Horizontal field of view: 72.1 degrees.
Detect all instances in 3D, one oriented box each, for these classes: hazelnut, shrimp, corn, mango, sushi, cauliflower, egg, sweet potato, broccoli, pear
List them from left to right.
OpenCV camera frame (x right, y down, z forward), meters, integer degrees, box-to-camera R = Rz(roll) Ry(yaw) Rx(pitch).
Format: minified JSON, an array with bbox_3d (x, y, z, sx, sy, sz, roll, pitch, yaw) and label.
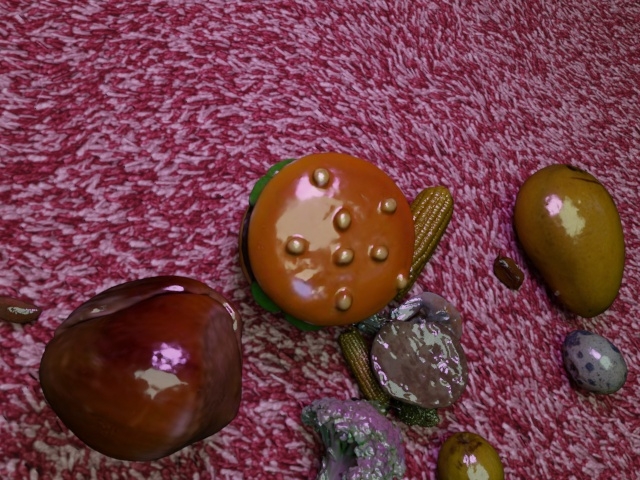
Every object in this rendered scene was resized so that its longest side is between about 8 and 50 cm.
[{"bbox_3d":[-0.683,0.124,0.898,0.214,0.050,0.050,20,69,-7],"label":"sweet potato"},{"bbox_3d":[-0.318,0.231,0.828,0.372,0.372,0.315,18,108,-11],"label":"hazelnut"},{"bbox_3d":[0.056,0.477,0.943,0.315,0.239,0.256,-55,134,-5],"label":"cauliflower"},{"bbox_3d":[0.108,0.308,1.060,0.068,0.068,0.207,-26,83,-22],"label":"corn"},{"bbox_3d":[0.221,0.200,1.106,0.317,0.062,0.164,16,91,-13],"label":"shrimp"},{"bbox_3d":[0.252,-0.002,1.174,0.120,0.120,0.363,36,70,-3],"label":"corn"},{"bbox_3d":[0.233,0.382,1.056,0.120,0.131,0.130,47,45,-40],"label":"broccoli"},{"bbox_3d":[0.348,0.534,1.020,0.149,0.149,0.162,-7,80,-18],"label":"pear"},{"bbox_3d":[0.543,0.086,1.266,0.120,0.052,0.055,44,49,3],"label":"sushi"},{"bbox_3d":[0.720,0.000,1.258,0.301,0.220,0.445,-8,79,-21],"label":"mango"},{"bbox_3d":[0.746,0.330,1.204,0.141,0.141,0.181,-19,72,-21],"label":"egg"}]

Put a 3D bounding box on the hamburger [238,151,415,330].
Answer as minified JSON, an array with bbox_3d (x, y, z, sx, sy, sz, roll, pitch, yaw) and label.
[{"bbox_3d":[0.000,0.000,0.972,0.396,0.277,0.395,1,87,-17],"label":"hamburger"}]

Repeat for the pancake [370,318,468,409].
[{"bbox_3d":[0.229,0.284,1.025,0.236,0.042,0.222,-12,66,-22],"label":"pancake"}]
